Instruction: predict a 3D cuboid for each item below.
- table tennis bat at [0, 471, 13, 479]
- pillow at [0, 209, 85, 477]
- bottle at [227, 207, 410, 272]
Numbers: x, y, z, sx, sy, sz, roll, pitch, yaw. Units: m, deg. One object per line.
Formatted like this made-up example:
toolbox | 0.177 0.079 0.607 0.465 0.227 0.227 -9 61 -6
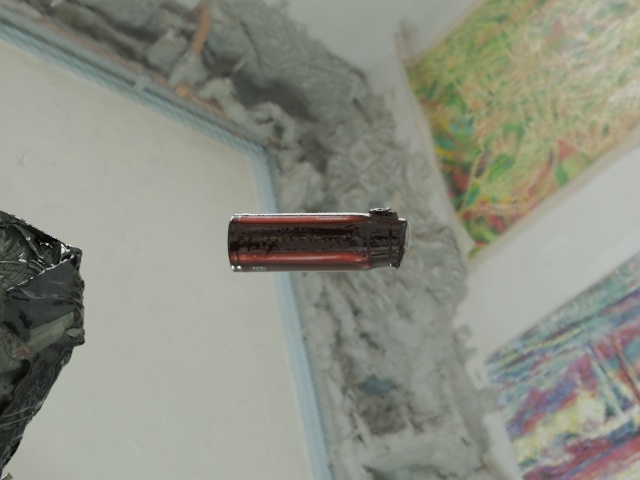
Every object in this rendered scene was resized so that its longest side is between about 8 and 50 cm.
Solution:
table tennis bat | -0.403 0.322 1.054 0.022 0.234 0.131 46 -175 -1
pillow | -0.265 0.132 0.644 0.162 0.092 0.335 22 -104 -6
bottle | 0.000 0.000 0.947 0.060 0.164 0.060 0 -90 -80
